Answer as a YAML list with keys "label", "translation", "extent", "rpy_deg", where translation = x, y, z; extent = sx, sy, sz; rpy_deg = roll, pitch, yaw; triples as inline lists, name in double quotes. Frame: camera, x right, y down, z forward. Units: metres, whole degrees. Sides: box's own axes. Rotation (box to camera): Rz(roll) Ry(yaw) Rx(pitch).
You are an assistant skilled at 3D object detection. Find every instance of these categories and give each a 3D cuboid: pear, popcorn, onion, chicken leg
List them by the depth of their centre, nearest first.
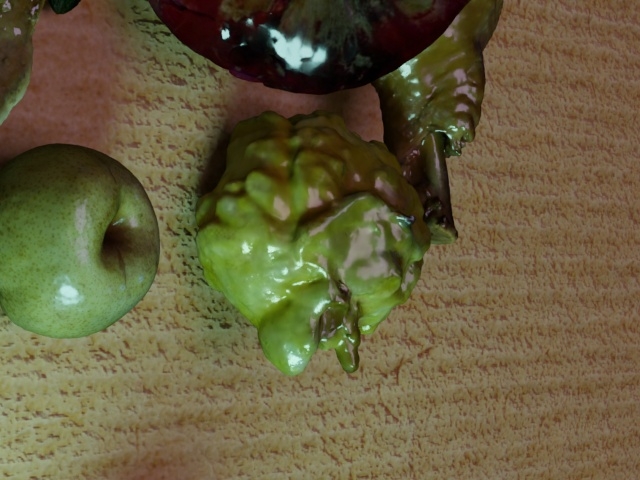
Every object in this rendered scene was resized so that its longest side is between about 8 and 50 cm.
- label: "pear"
  translation: [-0.216, -0.002, 1.549]
  extent: [0.167, 0.136, 0.167]
  rpy_deg: [-4, 95, -54]
- label: "onion"
  translation: [-0.006, -0.311, 1.677]
  extent: [0.285, 0.347, 0.347]
  rpy_deg: [-101, -178, -72]
- label: "popcorn"
  translation: [0.000, 0.000, 1.771]
  extent: [0.233, 0.192, 0.266]
  rpy_deg: [16, 65, -45]
- label: "chicken leg"
  translation: [0.123, -0.200, 1.893]
  extent: [0.295, 0.182, 0.409]
  rpy_deg: [5, 81, -80]

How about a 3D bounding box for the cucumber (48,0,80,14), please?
- label: "cucumber"
  translation: [-0.204, -0.300, 1.595]
  extent: [0.058, 0.052, 0.215]
  rpy_deg: [42, 61, -77]

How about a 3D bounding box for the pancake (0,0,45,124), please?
- label: "pancake"
  translation: [-0.286, -0.191, 1.271]
  extent: [0.282, 0.049, 0.282]
  rpy_deg: [-8, 100, -53]
